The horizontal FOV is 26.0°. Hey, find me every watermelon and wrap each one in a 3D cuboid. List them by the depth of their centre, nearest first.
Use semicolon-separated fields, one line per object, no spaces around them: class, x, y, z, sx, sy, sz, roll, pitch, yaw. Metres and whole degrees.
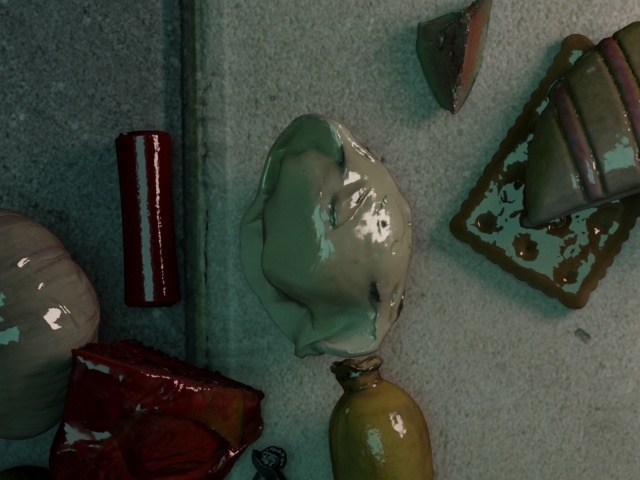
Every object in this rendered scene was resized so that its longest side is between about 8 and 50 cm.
watermelon;0.174;-0.249;1.853;0.101;0.080;0.155;3;104;16

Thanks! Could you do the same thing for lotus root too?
lotus root;0.082;0.294;1.794;0.130;0.146;0.303;-8;97;-9

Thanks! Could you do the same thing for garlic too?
garlic;-0.427;0.092;1.817;0.317;0.259;0.318;11;108;37

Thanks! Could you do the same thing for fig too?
fig;-0.409;0.356;1.884;0.154;0.103;0.109;19;68;30

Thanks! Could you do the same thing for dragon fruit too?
dragon fruit;-0.242;0.273;1.853;0.302;0.240;0.330;17;113;-20

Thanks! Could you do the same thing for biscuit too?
biscuit;0.338;-0.093;1.837;0.217;0.044;0.325;33;92;8

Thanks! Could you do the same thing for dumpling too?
dumpling;0.000;0.000;1.834;0.242;0.187;0.318;-15;86;41

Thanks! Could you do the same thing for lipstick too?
lipstick;-0.235;-0.028;1.885;0.080;0.080;0.241;-3;88;7

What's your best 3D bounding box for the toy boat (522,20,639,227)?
toy boat;0.409;-0.153;1.762;0.293;0.111;0.276;2;80;13

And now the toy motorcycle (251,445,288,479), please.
toy motorcycle;-0.055;0.360;1.852;0.100;0.058;0.173;-35;91;3
